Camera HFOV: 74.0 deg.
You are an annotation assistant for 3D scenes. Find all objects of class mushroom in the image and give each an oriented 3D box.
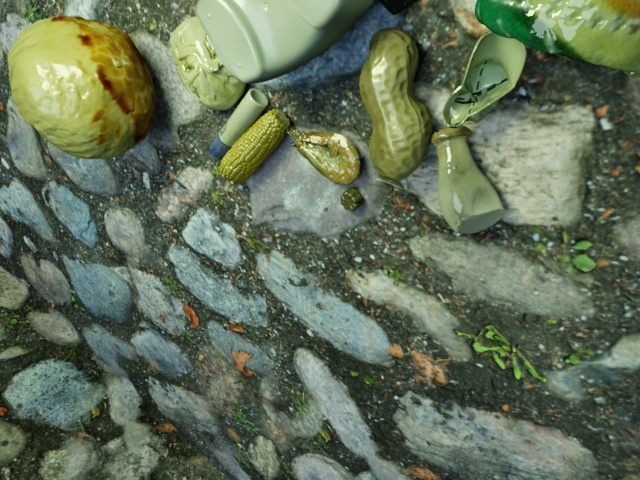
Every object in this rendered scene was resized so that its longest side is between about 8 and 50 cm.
[{"bbox_3d":[0.288,-0.120,0.875,0.116,0.093,0.225,-24,89,17],"label":"mushroom"}]

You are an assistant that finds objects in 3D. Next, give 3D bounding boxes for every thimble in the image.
[{"bbox_3d":[0.375,-0.347,0.591,0.287,0.254,0.168,23,127,7],"label":"thimble"}]

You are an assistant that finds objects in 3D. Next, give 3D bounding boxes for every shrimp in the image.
[{"bbox_3d":[0.010,-0.220,1.034,0.217,0.051,0.115,37,122,14],"label":"shrimp"}]

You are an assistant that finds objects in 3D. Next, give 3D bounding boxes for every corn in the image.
[{"bbox_3d":[-0.178,-0.244,1.124,0.091,0.091,0.260,51,129,-2],"label":"corn"}]

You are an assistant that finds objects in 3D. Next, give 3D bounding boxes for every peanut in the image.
[{"bbox_3d":[0.153,-0.271,0.867,0.136,0.120,0.299,-8,109,12],"label":"peanut"}]

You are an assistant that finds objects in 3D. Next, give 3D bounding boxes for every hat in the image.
[{"bbox_3d":[0.287,-0.292,0.766,0.122,0.081,0.166,-2,136,-1],"label":"hat"}]

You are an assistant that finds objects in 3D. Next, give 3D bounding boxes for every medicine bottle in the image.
[{"bbox_3d":[-0.224,-0.306,1.142,0.230,0.059,0.059,-37,89,40],"label":"medicine bottle"}]

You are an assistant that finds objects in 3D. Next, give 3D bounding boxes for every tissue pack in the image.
[{"bbox_3d":[-0.058,-0.477,0.841,0.332,0.236,0.230,-19,110,39],"label":"tissue pack"}]

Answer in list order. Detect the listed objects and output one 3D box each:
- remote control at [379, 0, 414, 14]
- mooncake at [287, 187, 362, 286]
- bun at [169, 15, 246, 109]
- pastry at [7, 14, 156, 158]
[{"bbox_3d":[0.213,-0.493,0.758,0.245,0.063,0.025,-19,60,38],"label":"remote control"},{"bbox_3d":[0.009,-0.002,1.147,0.150,0.057,0.347,35,122,31],"label":"mooncake"},{"bbox_3d":[-0.290,-0.442,1.068,0.229,0.145,0.230,14,122,24],"label":"bun"},{"bbox_3d":[-0.625,-0.420,1.173,0.312,0.388,0.389,-16,106,6],"label":"pastry"}]
